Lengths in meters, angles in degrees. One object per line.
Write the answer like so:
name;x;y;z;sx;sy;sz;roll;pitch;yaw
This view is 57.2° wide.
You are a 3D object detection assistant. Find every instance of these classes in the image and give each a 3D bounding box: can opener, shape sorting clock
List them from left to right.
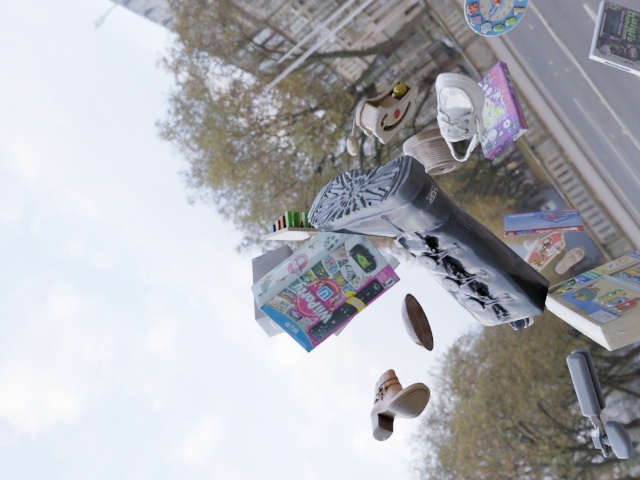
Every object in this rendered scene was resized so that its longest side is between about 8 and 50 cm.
shape sorting clock;0.549;-0.740;1.826;0.206;0.206;0.040;43;-156;-28
can opener;0.718;0.415;1.494;0.076;0.095;0.284;-20;-87;-46

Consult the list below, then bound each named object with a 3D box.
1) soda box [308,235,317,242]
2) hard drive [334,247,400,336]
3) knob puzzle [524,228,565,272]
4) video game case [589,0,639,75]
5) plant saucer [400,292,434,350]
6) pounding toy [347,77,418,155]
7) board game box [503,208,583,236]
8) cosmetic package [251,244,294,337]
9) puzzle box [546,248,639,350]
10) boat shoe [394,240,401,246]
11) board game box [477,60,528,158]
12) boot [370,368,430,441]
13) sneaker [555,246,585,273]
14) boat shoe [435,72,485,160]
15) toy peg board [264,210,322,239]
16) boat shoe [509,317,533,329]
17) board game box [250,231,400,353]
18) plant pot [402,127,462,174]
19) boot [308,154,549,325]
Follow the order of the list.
soda box;0.000;0.000;2.212;0.060;0.169;0.053;22;-161;-25
hard drive;0.095;0.149;1.900;0.040;0.307;0.203;48;169;-33
knob puzzle;0.752;0.041;1.964;0.213;0.213;0.030;29;-166;-51
video game case;0.878;-0.587;1.700;0.173;0.191;0.022;18;167;-4
plant saucer;0.308;0.268;1.898;0.198;0.036;0.199;47;-152;-35
pounding toy;0.162;-0.399;1.793;0.154;0.269;0.154;34;162;28
board game box;0.858;-0.069;2.275;0.145;0.281;0.027;-65;-35;-56
cosmetic package;-0.119;0.140;1.668;0.238;0.127;0.107;-96;-19;-47
puzzle box;0.656;0.109;1.242;0.409;0.272;0.052;-39;-75;-83
boat shoe;0.304;-0.069;2.185;0.063;0.066;0.184;-22;-75;-69
board game box;0.712;-0.529;2.379;0.056;0.208;0.347;13;-124;-31
boot;0.262;0.513;1.968;0.109;0.283;0.220;24;-150;-9
sneaker;0.757;0.047;1.753;0.067;0.118;0.042;-29;-110;-37
boat shoe;0.308;-0.262;1.294;0.277;0.098;0.096;43;-118;-59
toy peg board;-0.097;-0.055;2.136;0.161;0.160;0.079;1;-101;-36
boat shoe;0.640;0.219;2.056;0.254;0.079;0.095;-122;13;-46
board game box;0.017;0.108;1.449;0.224;0.303;0.097;49;-175;-38
plant pot;0.402;-0.290;1.973;0.237;0.237;0.110;14;-116;-61
boot;0.227;0.021;1.284;0.445;0.146;0.367;36;161;-24
